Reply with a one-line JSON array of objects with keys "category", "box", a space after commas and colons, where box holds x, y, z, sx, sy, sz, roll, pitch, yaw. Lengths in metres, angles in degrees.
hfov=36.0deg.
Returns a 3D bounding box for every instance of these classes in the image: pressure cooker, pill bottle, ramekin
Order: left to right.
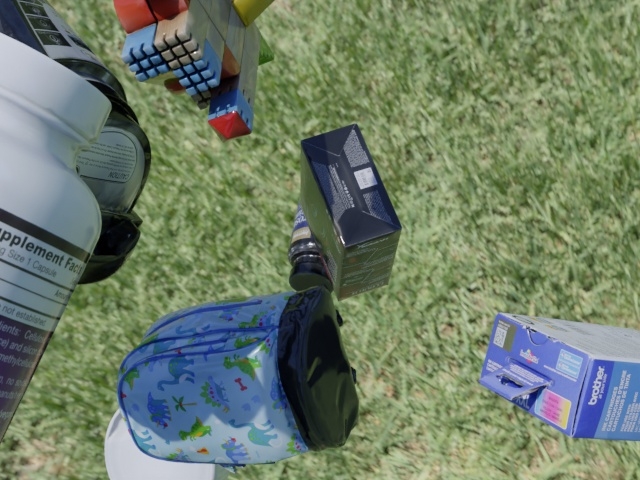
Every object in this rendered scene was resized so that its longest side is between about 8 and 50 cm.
[{"category": "pill bottle", "box": [-0.251, 0.035, 0.587, 0.181, 0.181, 0.323, 19, 81, 31]}, {"category": "pressure cooker", "box": [-0.419, -0.099, 1.226, 0.370, 0.375, 0.420, -33, 69, -33]}, {"category": "ramekin", "box": [-0.303, 0.437, 2.045, 0.273, 0.127, 0.273, 2, 95, 25]}, {"category": "pill bottle", "box": [0.000, 0.000, 2.025, 0.123, 0.123, 0.219, -5, 53, 23]}]

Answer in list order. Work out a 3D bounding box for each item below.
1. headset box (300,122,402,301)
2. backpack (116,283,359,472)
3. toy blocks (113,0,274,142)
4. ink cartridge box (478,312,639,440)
[{"category": "headset box", "box": [0.047, -0.037, 1.779, 0.110, 0.293, 0.218, -18, 69, -9]}, {"category": "backpack", "box": [-0.152, 0.228, 1.598, 0.355, 0.290, 0.273, 5, 32, 29]}, {"category": "toy blocks", "box": [-0.197, -0.308, 1.396, 0.191, 0.381, 0.261, -17, 44, 19]}, {"category": "ink cartridge box", "box": [0.474, 0.239, 1.733, 0.270, 0.395, 0.151, 26, 104, 63]}]
